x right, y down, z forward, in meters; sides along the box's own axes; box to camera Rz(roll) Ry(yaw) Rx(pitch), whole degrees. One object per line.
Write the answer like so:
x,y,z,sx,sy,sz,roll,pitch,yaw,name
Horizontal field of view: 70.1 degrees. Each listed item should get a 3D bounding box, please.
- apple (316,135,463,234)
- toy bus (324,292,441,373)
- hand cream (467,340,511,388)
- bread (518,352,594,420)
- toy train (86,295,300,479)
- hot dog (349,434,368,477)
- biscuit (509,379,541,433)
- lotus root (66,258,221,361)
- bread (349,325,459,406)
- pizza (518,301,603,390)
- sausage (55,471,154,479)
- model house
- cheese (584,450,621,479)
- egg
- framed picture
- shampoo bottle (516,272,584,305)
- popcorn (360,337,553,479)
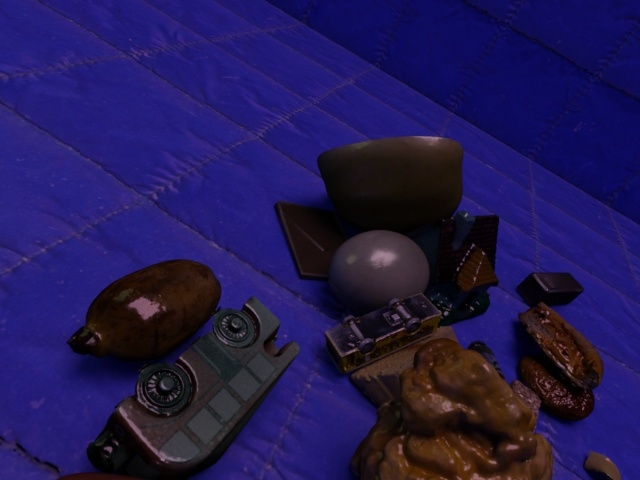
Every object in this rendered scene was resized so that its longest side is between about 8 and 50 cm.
0.184,-0.153,1.197,0.360,0.320,0.311,-3,31,13,apple
0.120,0.173,0.886,0.226,0.074,0.081,-20,43,-21,toy bus
0.352,0.298,0.939,0.058,0.091,0.271,57,17,-14,hand cream
0.560,0.339,1.079,0.193,0.064,0.193,18,32,-12,bread
-0.167,0.217,0.658,0.159,0.129,0.326,42,36,7,toy train
0.093,0.344,0.767,0.137,0.028,0.044,-22,85,-46,hot dog
0.391,0.361,0.923,0.082,0.070,0.168,30,35,18,biscuit
-0.267,0.110,0.716,0.145,0.128,0.260,24,26,23,lotus root
0.194,0.293,0.906,0.240,0.135,0.178,-23,94,-50,bread
0.595,0.244,1.146,0.182,0.074,0.365,32,19,2,pizza
-0.168,0.338,0.508,0.304,0.121,0.121,20,36,-14,sausage
0.356,0.040,1.144,0.280,0.249,0.230,-7,49,-40,model house
0.587,0.478,0.941,0.060,0.041,0.084,-12,53,-41,cheese
0.131,0.070,0.996,0.253,0.186,0.186,-4,47,-33,egg
0.000,0.000,1.135,0.189,0.023,0.260,7,41,-30,framed picture
0.723,0.150,1.415,0.246,0.079,0.080,3,44,-33,shampoo bottle
0.194,0.299,0.639,0.265,0.332,0.225,0,16,-13,popcorn
